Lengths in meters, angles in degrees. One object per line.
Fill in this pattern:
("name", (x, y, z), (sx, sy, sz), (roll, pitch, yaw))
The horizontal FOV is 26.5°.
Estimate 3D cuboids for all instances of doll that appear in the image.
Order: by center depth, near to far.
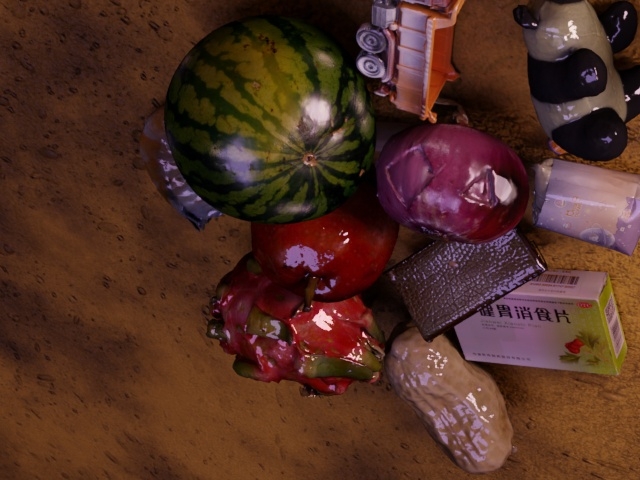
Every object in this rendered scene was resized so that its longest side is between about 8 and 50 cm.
("doll", (0.316, -0.208, 1.661), (0.135, 0.143, 0.234), (6, 134, 34))

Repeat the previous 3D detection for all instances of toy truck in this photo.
("toy truck", (0.122, -0.284, 1.718), (0.135, 0.114, 0.270), (17, 144, 14))

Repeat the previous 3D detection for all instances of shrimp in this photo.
("shrimp", (-0.192, -0.146, 2.139), (0.185, 0.068, 0.287), (30, 134, -9))

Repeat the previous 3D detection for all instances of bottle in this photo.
("bottle", (0.103, -0.148, 1.949), (0.096, 0.045, 0.045), (5, 138, 26))

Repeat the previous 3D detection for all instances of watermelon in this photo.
("watermelon", (-0.067, -0.164, 1.843), (0.285, 0.285, 0.285), (17, 142, 14))

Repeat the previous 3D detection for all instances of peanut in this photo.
("peanut", (0.215, 0.252, 2.267), (0.143, 0.159, 0.291), (-36, 102, 17))

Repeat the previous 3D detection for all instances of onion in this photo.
("onion", (0.193, -0.076, 1.854), (0.201, 0.200, 0.207), (3, 139, 30))

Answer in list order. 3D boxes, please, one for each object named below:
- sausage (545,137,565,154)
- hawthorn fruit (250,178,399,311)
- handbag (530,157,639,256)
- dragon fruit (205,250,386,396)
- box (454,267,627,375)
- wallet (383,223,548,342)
("sausage", (0.344, -0.148, 1.806), (0.034, 0.034, 0.129), (38, 142, -13))
("hawthorn fruit", (0.000, 0.000, 2.019), (0.230, 0.266, 0.210), (40, 123, -21))
("handbag", (0.364, -0.056, 1.863), (0.173, 0.095, 0.117), (15, 135, 4))
("dragon fruit", (-0.032, 0.134, 2.211), (0.303, 0.231, 0.237), (20, 147, 5))
("box", (0.331, 0.121, 2.110), (0.260, 0.062, 0.175), (4, 137, 30))
("wallet", (0.216, 0.045, 2.049), (0.243, 0.039, 0.133), (-37, 85, 37))
